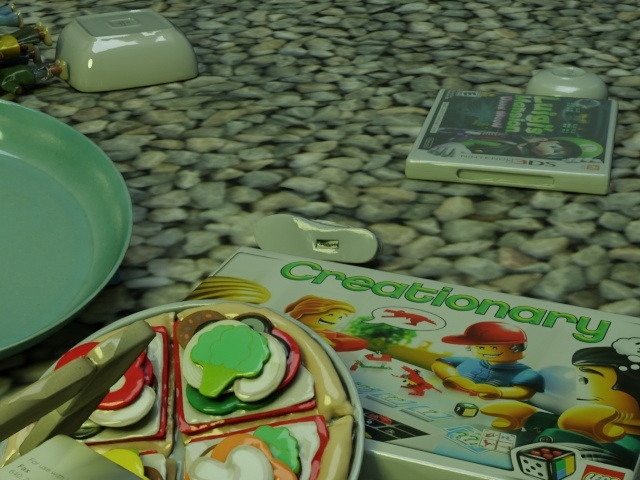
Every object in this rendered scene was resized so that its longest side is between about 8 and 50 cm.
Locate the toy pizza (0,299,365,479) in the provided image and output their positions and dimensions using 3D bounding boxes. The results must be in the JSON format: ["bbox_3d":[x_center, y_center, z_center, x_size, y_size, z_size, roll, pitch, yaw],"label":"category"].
[{"bbox_3d":[-0.077,0.104,0.680,0.201,0.032,0.201,-7,47,7],"label":"toy pizza"}]

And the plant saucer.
[{"bbox_3d":[-0.293,-0.005,0.917,0.318,0.043,0.317,6,38,-5],"label":"plant saucer"}]

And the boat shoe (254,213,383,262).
[{"bbox_3d":[0.000,0.000,0.985,0.100,0.035,0.035,4,-1,18],"label":"boat shoe"}]

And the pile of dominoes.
[{"bbox_3d":[-0.191,0.115,0.533,0.196,0.251,0.040,-30,80,-38],"label":"pile of dominoes"}]

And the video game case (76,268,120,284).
[{"bbox_3d":[-0.242,0.013,0.979,0.166,0.015,0.119,-8,26,-14],"label":"video game case"}]

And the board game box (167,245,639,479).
[{"bbox_3d":[0.046,0.088,0.771,0.305,0.053,0.193,10,28,21],"label":"board game box"}]

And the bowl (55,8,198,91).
[{"bbox_3d":[-0.210,-0.209,1.395,0.142,0.053,0.142,-10,26,-20],"label":"bowl"}]

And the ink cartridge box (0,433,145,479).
[{"bbox_3d":[-0.137,0.182,0.483,0.082,0.139,0.191,21,33,34],"label":"ink cartridge box"}]

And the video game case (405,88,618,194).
[{"bbox_3d":[0.178,-0.094,1.181,0.173,0.022,0.190,6,26,13],"label":"video game case"}]

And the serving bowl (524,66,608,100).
[{"bbox_3d":[0.246,-0.155,1.299,0.083,0.027,0.083,0,25,0],"label":"serving bowl"}]

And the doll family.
[{"bbox_3d":[-0.351,-0.203,1.371,0.111,0.076,0.193,-20,26,-25],"label":"doll family"}]
